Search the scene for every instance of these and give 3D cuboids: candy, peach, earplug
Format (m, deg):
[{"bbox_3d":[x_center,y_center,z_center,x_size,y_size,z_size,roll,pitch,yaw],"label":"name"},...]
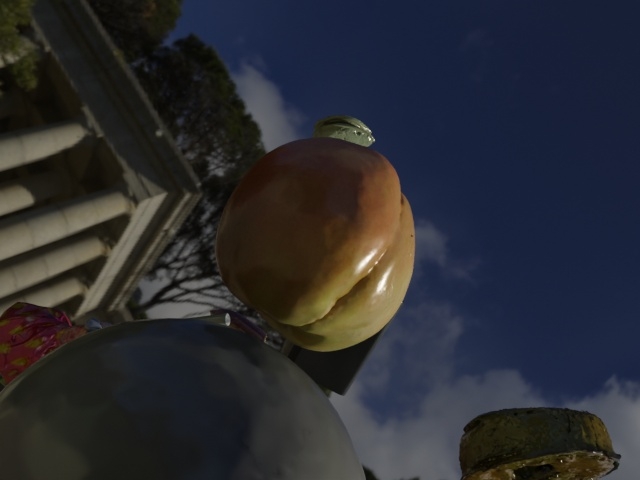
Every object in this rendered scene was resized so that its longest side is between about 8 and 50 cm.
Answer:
[{"bbox_3d":[-0.288,0.129,0.974,0.365,0.124,0.124,-8,-75,17],"label":"candy"},{"bbox_3d":[0.000,0.000,0.636,0.184,0.184,0.184,24,-54,38],"label":"peach"},{"bbox_3d":[-0.110,0.252,0.542,0.312,0.312,0.394,35,-39,31],"label":"earplug"}]

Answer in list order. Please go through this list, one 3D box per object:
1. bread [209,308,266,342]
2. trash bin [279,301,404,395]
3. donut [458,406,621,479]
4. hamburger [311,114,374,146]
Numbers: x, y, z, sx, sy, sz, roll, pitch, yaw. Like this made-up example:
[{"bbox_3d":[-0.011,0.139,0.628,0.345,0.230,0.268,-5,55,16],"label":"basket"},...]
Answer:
[{"bbox_3d":[-0.199,0.243,1.913,0.192,0.119,0.067,30,-94,29],"label":"bread"},{"bbox_3d":[0.035,0.176,1.479,0.226,0.165,0.115,-61,-165,2],"label":"trash bin"},{"bbox_3d":[0.338,0.333,1.169,0.272,0.271,0.107,-45,-139,49],"label":"donut"},{"bbox_3d":[0.032,-0.192,1.307,0.121,0.054,0.084,-8,-32,45],"label":"hamburger"}]
